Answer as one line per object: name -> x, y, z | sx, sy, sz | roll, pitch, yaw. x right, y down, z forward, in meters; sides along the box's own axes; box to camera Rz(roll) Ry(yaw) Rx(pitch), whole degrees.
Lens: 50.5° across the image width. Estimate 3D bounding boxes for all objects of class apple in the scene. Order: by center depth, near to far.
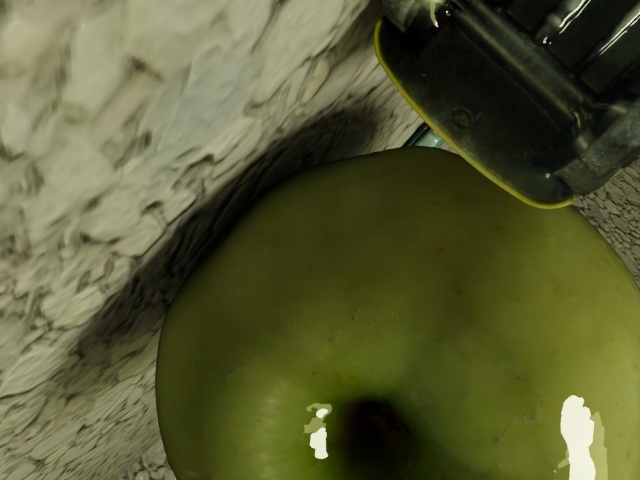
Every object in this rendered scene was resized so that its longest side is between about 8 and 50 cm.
apple -> 0.061, 0.096, 0.524 | 0.357, 0.357, 0.357 | -42, 173, -6

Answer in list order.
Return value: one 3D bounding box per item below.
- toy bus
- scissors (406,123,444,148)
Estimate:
toy bus -> 0.182, -0.173, 0.326 | 0.330, 0.144, 0.152 | -47, 173, 23
scissors -> 0.152, -0.149, 0.805 | 0.191, 0.029, 0.360 | -43, 173, -36
